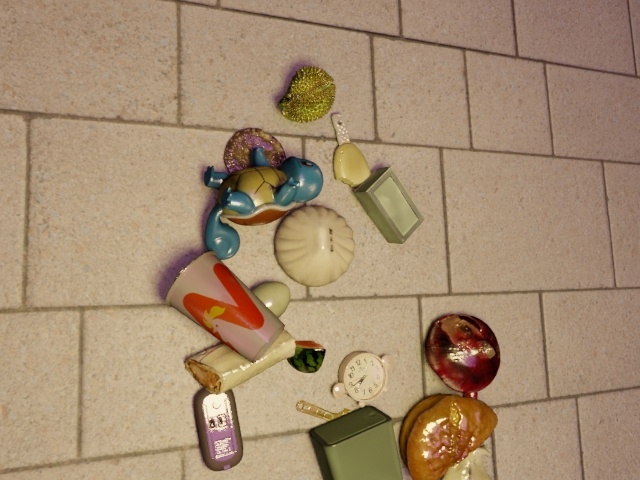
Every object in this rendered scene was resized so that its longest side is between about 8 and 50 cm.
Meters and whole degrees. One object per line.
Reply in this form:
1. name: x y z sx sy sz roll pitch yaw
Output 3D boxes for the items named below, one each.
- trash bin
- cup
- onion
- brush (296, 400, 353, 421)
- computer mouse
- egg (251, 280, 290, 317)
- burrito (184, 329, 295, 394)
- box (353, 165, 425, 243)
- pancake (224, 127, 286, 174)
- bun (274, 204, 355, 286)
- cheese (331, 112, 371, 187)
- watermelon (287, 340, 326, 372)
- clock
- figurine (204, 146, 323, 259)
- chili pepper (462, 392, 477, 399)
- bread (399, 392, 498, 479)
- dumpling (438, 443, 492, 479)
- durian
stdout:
1. trash bin: 0.128 0.708 1.498 0.222 0.158 0.344 -16 96 -21
2. cup: -0.248 0.189 1.356 0.288 0.203 0.203 38 71 9
3. onion: 0.487 0.359 1.644 0.271 0.195 0.272 12 60 -21
4. brush: 0.023 0.545 1.555 0.218 0.010 0.083 26 75 -15
5. computer mouse: -0.288 0.528 1.419 0.120 0.057 0.233 -11 83 -20
6. egg: -0.156 0.182 1.481 0.152 0.114 0.114 -38 97 -24
7. burrito: -0.225 0.340 1.431 0.299 0.143 0.105 -20 126 -23
8. box: 0.231 -0.115 1.651 0.129 0.086 0.225 -45 112 -20
9. pancake: -0.205 -0.261 1.570 0.199 0.021 0.200 3 82 -20
10. bun: -0.006 0.008 1.516 0.262 0.175 0.264 2 83 -12
11. cheese: 0.085 -0.299 1.668 0.127 0.050 0.256 -17 88 -21
12. watermelon: -0.049 0.336 1.532 0.135 0.125 0.094 28 43 4
13. clock: 0.134 0.432 1.586 0.229 0.063 0.156 -27 95 -19
14. figurine: -0.187 -0.130 1.445 0.416 0.298 0.243 -37 122 -9
15. chili pepper: 0.521 0.541 1.720 0.059 0.050 0.268 7 79 -16
16. bread: 0.377 0.589 1.580 0.340 0.194 0.179 -33 88 -12
17. dumpling: 0.472 0.815 1.632 0.242 0.187 0.319 18 83 -58
18. durian: -0.038 -0.455 1.596 0.159 0.146 0.198 32 89 -14
